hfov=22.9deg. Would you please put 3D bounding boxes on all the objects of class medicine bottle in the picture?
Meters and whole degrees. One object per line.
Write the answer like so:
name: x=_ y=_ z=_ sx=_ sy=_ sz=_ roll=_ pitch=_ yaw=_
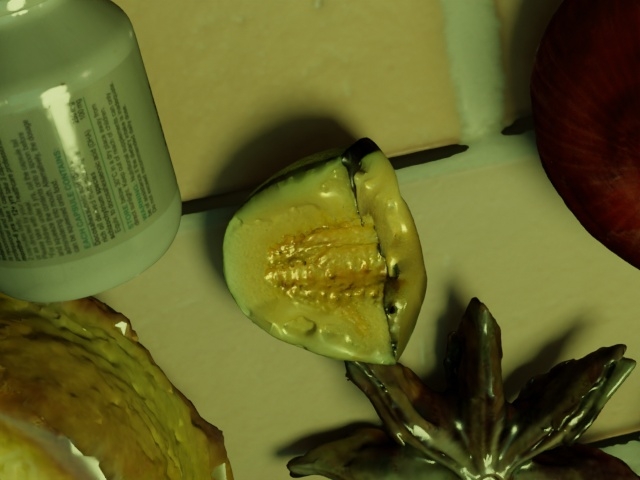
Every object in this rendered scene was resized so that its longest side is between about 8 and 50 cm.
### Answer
medicine bottle: x=-0.168 y=-0.084 z=0.928 sx=0.135 sy=0.135 sz=0.215 roll=-16 pitch=120 yaw=-3

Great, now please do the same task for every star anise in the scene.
star anise: x=0.115 y=0.164 z=1.148 sx=0.288 sy=0.088 sz=0.288 roll=1 pitch=120 yaw=2

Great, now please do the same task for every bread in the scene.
bread: x=-0.244 y=0.199 z=1.013 sx=0.398 sy=0.215 sz=0.398 roll=-2 pitch=108 yaw=-5

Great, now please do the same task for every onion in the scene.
onion: x=0.240 y=-0.069 z=0.985 sx=0.161 sy=0.248 sz=0.248 roll=-37 pitch=126 yaw=-31

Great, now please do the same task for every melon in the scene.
melon: x=0.000 y=0.000 z=1.049 sx=0.128 sy=0.079 sz=0.160 roll=-7 pitch=122 yaw=13
